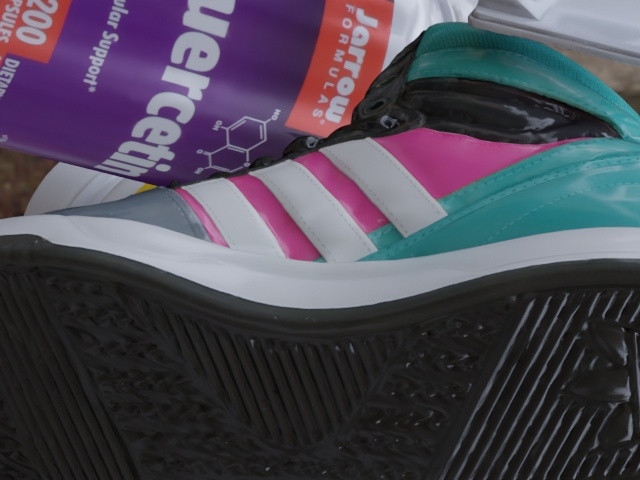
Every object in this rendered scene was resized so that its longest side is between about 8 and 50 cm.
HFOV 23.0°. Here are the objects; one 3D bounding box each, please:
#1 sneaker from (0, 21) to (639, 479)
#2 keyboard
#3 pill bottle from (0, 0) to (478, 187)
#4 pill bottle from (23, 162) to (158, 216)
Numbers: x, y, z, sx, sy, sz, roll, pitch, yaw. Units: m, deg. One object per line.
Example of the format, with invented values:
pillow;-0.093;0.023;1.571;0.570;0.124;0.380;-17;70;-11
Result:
sneaker;0.000;0.000;0.552;0.178;0.296;0.123;-75;163;-61
keyboard;0.131;-0.124;0.625;0.256;0.072;0.014;-51;158;-53
pill bottle;-0.071;-0.117;0.834;0.181;0.323;0.181;-35;-131;52
pill bottle;-0.048;0.052;1.046;0.334;0.188;0.188;29;-49;38
